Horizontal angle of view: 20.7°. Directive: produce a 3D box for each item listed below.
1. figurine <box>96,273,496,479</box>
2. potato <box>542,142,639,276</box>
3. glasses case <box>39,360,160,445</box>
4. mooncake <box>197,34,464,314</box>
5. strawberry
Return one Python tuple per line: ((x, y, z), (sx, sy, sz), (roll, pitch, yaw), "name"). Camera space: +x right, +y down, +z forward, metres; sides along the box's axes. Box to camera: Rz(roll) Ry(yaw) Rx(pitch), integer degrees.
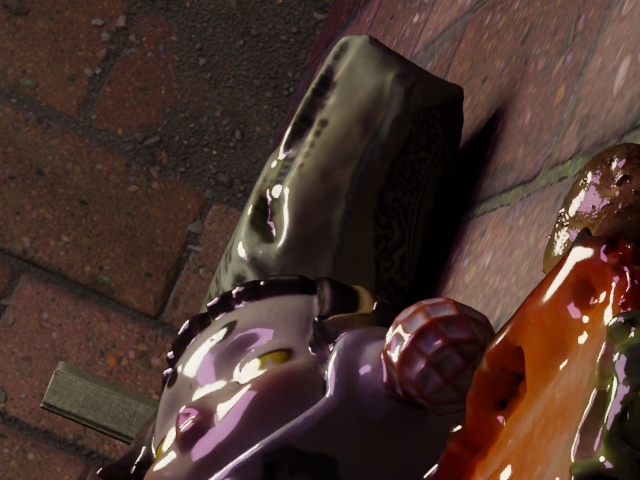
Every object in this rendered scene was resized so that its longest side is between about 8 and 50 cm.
((-0.005, 0.148, 0.852), (0.281, 0.167, 0.370), (-41, 25, 21), "figurine")
((0.132, -0.009, 0.820), (0.083, 0.040, 0.051), (-61, 3, 22), "potato")
((-0.162, 0.176, 1.648), (0.071, 0.205, 0.047), (-163, 97, -83), "glasses case")
((0.005, 0.002, 1.310), (0.254, 0.136, 0.250), (119, 174, -61), "mooncake")
((0.098, 0.080, 0.601), (0.140, 0.085, 0.192), (-97, 26, -62), "strawberry")
